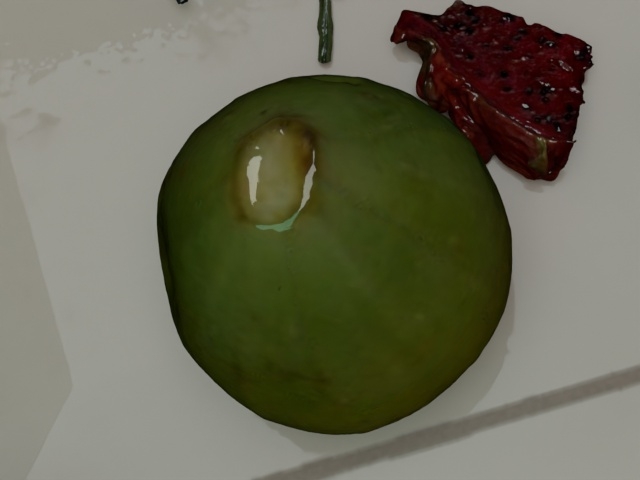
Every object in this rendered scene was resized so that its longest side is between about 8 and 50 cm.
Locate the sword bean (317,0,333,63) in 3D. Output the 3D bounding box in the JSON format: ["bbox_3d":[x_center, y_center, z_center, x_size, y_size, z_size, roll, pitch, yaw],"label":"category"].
[{"bbox_3d":[0.002,-0.152,1.246,0.012,0.012,0.083,-4,82,4],"label":"sword bean"}]

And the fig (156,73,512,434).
[{"bbox_3d":[-0.004,-0.004,1.125,0.207,0.230,0.207,-24,45,26],"label":"fig"}]

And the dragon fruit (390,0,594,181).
[{"bbox_3d":[0.100,-0.090,1.219,0.131,0.063,0.097,20,53,6],"label":"dragon fruit"}]

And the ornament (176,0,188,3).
[{"bbox_3d":[-0.091,-0.219,1.253,0.073,0.028,0.125,-31,84,0],"label":"ornament"}]
